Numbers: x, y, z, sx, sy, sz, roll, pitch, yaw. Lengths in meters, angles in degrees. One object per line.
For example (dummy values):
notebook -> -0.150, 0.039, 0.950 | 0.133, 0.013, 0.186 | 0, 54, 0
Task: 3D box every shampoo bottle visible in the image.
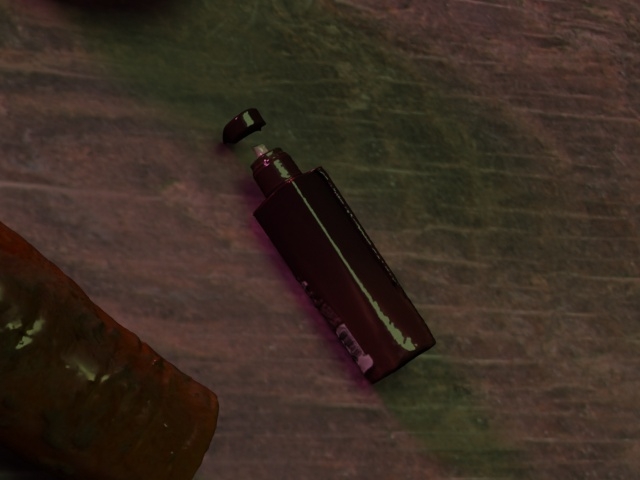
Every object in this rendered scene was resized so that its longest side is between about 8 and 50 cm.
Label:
shampoo bottle -> 0.001, 0.000, 1.502 | 0.067, 0.068, 0.236 | -25, 78, -44

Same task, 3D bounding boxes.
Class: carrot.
carrot -> -0.208, 0.063, 1.259 | 0.302, 0.139, 0.139 | 31, 46, -14
